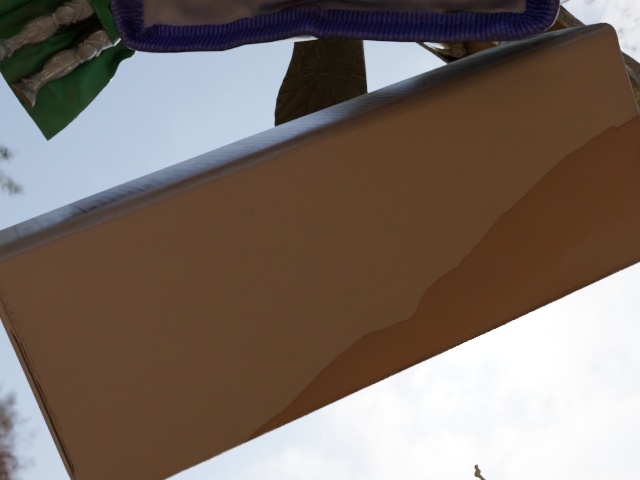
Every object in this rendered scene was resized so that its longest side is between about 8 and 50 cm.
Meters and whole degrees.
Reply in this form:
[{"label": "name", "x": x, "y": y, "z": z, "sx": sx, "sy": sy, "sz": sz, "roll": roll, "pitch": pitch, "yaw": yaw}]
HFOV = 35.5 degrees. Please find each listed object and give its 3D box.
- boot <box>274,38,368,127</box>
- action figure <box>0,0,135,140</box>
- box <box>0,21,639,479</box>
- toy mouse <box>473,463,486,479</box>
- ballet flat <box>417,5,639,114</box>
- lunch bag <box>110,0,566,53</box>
[{"label": "boot", "x": 0.019, "y": -0.213, "z": 1.072, "sx": 0.089, "sy": 0.269, "sz": 0.236, "roll": 10, "pitch": -69, "yaw": 1}, {"label": "action figure", "x": -0.183, "y": -0.209, "z": 0.895, "sx": 0.232, "sy": 0.063, "sz": 0.137, "roll": -39, "pitch": -59, "yaw": -19}, {"label": "box", "x": 0.000, "y": 0.000, "z": 0.509, "sx": 0.311, "sy": 0.148, "sz": 0.121, "roll": -22, "pitch": -79, "yaw": -14}, {"label": "toy mouse", "x": 0.135, "y": 0.178, "z": 0.488, "sx": 0.031, "sy": 0.161, "sz": 0.143, "roll": -36, "pitch": -40, "yaw": -8}, {"label": "ballet flat", "x": 0.161, "y": -0.185, "z": 0.905, "sx": 0.123, "sy": 0.348, "sz": 0.123, "roll": -44, "pitch": -18, "yaw": -18}, {"label": "lunch bag", "x": 0.048, "y": -0.302, "z": 0.495, "sx": 0.239, "sy": 0.328, "sz": 0.385, "roll": 1, "pitch": -75, "yaw": 18}]
